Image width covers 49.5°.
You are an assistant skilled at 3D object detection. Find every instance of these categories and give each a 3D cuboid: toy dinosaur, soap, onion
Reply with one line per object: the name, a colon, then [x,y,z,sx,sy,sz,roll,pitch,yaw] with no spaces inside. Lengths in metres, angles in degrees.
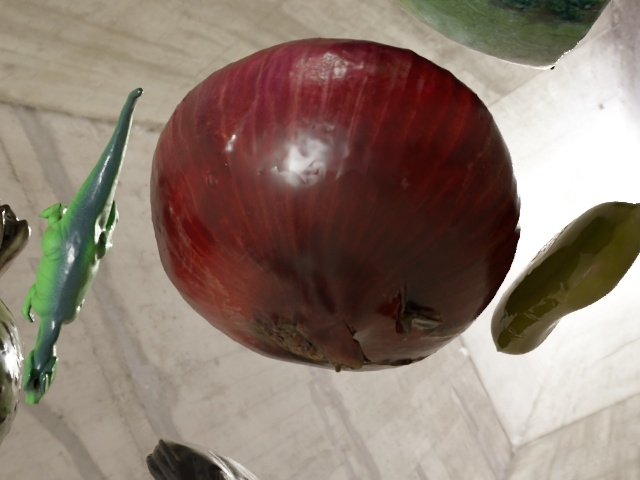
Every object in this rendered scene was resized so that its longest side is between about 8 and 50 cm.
toy dinosaur: [-0.422,0.014,1.178,0.144,0.500,0.374,17,-133,-20]
soap: [0.154,0.025,0.447,0.045,0.140,0.089,44,-117,13]
onion: [0.000,-0.009,0.435,0.248,0.248,0.161,54,-142,-5]

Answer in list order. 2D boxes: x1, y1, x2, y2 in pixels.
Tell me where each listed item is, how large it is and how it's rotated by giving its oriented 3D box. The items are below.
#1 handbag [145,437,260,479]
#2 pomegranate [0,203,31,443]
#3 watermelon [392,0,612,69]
handbag: [-0.044,0.289,0.613,0.191,0.075,0.332,44,170,-33]
pomegranate: [-0.301,0.071,0.507,0.202,0.247,0.202,35,-175,-4]
watermelon: [0.121,-0.257,0.382,0.213,0.261,0.201,29,-113,-2]
